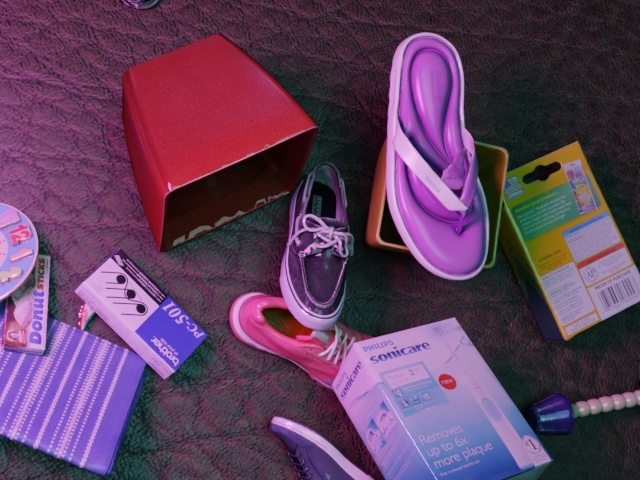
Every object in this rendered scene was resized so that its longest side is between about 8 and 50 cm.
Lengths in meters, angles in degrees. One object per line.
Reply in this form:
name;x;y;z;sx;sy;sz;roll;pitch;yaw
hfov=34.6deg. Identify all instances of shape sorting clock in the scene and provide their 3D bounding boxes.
shape sorting clock;-0.546;0.020;1.613;0.206;0.040;0.206;1;54;-2

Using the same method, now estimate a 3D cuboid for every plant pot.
plant pot;0.182;-0.061;1.801;0.212;0.187;0.212;12;78;-13
plant pot;-0.192;-0.174;1.688;0.267;0.267;0.235;-26;76;-19

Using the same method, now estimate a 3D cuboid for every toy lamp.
toy lamp;0.510;0.307;1.893;0.275;0.080;0.080;-7;83;-16

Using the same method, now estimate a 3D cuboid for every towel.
towel;-0.445;0.212;1.583;0.336;0.040;0.243;25;38;-11

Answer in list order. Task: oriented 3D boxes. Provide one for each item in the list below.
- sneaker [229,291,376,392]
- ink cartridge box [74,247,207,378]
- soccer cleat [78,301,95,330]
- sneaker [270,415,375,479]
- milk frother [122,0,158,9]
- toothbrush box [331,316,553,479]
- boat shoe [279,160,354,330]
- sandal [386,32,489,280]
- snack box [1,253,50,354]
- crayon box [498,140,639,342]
sneaker;-0.001;0.179;1.734;0.314;0.136;0.116;23;76;-12
ink cartridge box;-0.293;0.120;1.690;0.207;0.046;0.097;46;49;-5
soccer cleat;-0.376;0.110;1.693;0.036;0.029;0.083;14;73;-9
sneaker;-0.025;0.412;1.714;0.226;0.086;0.163;41;70;-8
milk frother;-0.328;-0.473;1.747;0.143;0.135;0.129;42;103;-3
toothbrush box;0.187;0.288;1.640;0.216;0.126;0.295;-10;51;-31
boat shoe;0.004;0.001;1.718;0.113;0.105;0.306;16;51;-11
sandal;0.189;-0.141;1.663;0.169;0.102;0.416;-8;83;-17
snack box;-0.465;0.096;1.627;0.064;0.022;0.178;12;50;-26
crayon box;0.452;0.003;1.924;0.203;0.083;0.323;-24;89;-18
